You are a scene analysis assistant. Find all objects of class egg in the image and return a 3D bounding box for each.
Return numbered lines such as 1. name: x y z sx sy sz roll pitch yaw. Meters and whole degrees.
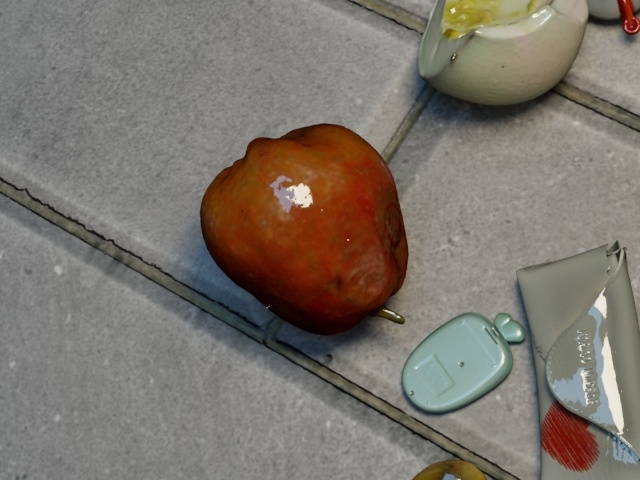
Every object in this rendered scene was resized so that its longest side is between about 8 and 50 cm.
1. egg: 0.229 -0.261 1.725 0.162 0.206 0.271 23 50 -12

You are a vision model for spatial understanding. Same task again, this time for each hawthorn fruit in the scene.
1. hawthorn fruit: 0.000 0.000 1.651 0.224 0.224 0.261 -35 77 -2

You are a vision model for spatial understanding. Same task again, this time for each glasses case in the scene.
1. glasses case: 0.288 0.145 1.583 0.128 0.083 0.308 -8 66 10

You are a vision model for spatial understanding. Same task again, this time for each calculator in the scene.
1. calculator: 0.162 0.134 1.654 0.153 0.021 0.095 -36 65 1

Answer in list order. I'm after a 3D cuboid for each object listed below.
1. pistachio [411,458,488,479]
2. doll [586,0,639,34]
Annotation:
1. pistachio: 0.113 0.319 1.551 0.110 0.100 0.189 21 82 44
2. doll: 0.340 -0.351 1.784 0.142 0.076 0.245 -20 60 8
